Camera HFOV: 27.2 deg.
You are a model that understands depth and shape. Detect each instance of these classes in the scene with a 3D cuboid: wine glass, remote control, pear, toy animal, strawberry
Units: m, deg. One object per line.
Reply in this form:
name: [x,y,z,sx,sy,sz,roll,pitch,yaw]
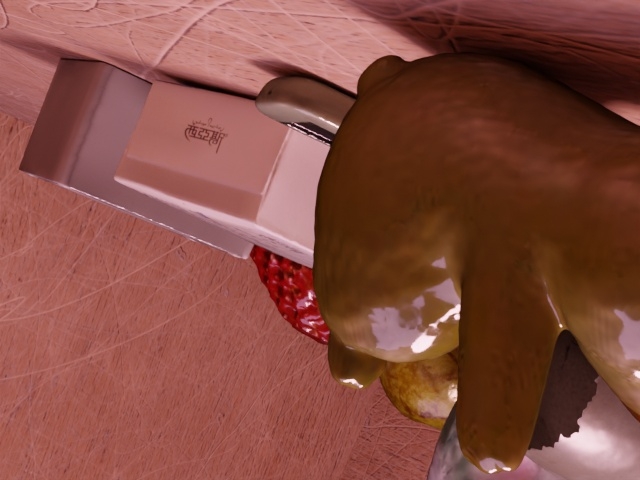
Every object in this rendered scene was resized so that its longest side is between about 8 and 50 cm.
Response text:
wine glass: [0.332,0.153,1.322,0.323,0.238,0.238,20,178,-28]
remote control: [0.092,-0.056,1.039,0.310,0.038,0.090,23,176,-25]
pear: [0.228,0.173,2.074,0.284,0.283,0.283,22,177,1]
toy animal: [0.147,0.022,0.616,0.181,0.180,0.363,-21,-150,-33]
strawberry: [0.000,0.000,1.558,0.244,0.205,0.205,39,-176,21]

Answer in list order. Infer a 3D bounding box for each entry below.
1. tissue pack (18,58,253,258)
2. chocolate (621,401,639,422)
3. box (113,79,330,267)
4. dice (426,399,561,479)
tissue pack: [-0.184,-0.089,1.467,0.246,0.135,0.159,24,176,-31]
chocolate: [0.307,0.092,1.063,0.177,0.176,0.177,22,177,1]
box: [-0.028,-0.046,1.296,0.203,0.116,0.274,18,175,42]
dice: [0.355,0.265,1.676,0.330,0.348,0.328,26,175,22]
